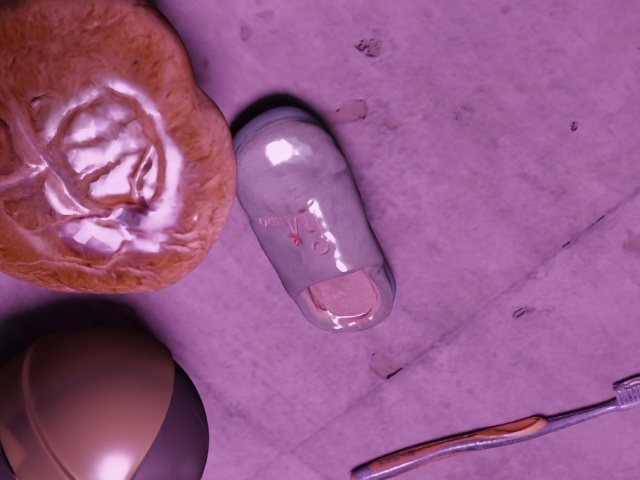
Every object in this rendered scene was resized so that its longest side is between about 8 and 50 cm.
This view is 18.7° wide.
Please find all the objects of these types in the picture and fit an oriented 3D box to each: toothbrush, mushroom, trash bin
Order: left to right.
[{"bbox_3d":[-0.236,0.216,1.714,0.214,0.214,0.334,35,115,-29],"label":"trash bin"},{"bbox_3d":[-0.195,-0.075,1.562,0.278,0.146,0.278,4,115,9],"label":"mushroom"},{"bbox_3d":[0.183,0.187,1.891,0.321,0.023,0.031,-18,118,0],"label":"toothbrush"}]

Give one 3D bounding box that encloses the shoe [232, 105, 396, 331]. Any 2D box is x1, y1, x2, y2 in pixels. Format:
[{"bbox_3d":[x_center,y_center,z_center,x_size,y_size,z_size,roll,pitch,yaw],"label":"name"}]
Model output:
[{"bbox_3d":[0.000,0.000,1.684,0.103,0.100,0.251,-25,127,6],"label":"shoe"}]
